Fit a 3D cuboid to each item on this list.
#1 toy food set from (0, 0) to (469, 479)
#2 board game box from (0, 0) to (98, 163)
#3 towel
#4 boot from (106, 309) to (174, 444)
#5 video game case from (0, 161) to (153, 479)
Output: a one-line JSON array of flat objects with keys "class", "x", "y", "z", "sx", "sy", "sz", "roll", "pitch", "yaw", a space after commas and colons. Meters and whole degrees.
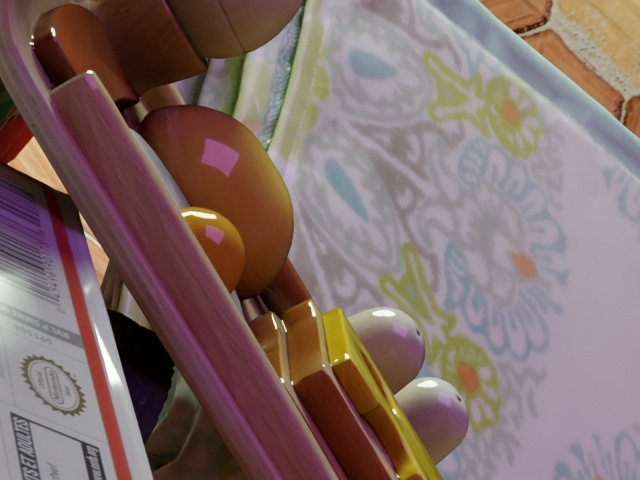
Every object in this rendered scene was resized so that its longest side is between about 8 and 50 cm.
[{"class": "toy food set", "x": 0.000, "y": 0.000, "z": 0.655, "sx": 0.306, "sy": 0.092, "sz": 0.220, "roll": 59, "pitch": 4, "yaw": -11}, {"class": "board game box", "x": -0.128, "y": -0.126, "z": 0.933, "sx": 0.064, "sy": 0.242, "sz": 0.316, "roll": 42, "pitch": 10, "yaw": -4}, {"class": "towel", "x": 0.057, "y": 0.046, "z": 0.925, "sx": 0.374, "sy": 0.090, "sz": 0.320, "roll": 35, "pitch": 52, "yaw": -34}, {"class": "boot", "x": -0.162, "y": 0.030, "z": 0.508, "sx": 0.223, "sy": 0.118, "sz": 0.338, "roll": 36, "pitch": 6, "yaw": -7}, {"class": "video game case", "x": -0.164, "y": -0.013, "z": 0.417, "sx": 0.285, "sy": 0.025, "sz": 0.204, "roll": 28, "pitch": 19, "yaw": -27}]
